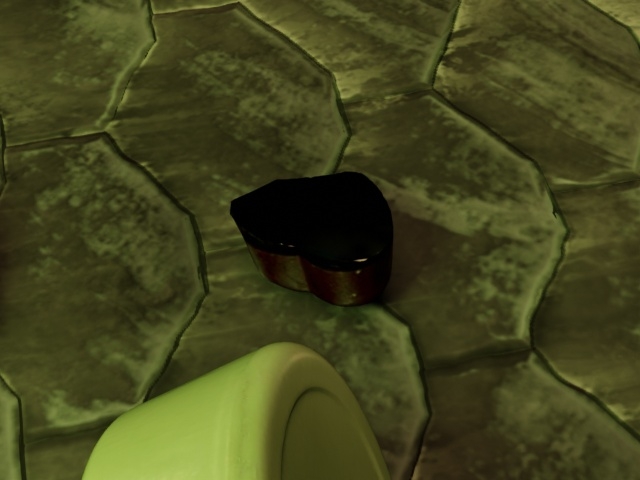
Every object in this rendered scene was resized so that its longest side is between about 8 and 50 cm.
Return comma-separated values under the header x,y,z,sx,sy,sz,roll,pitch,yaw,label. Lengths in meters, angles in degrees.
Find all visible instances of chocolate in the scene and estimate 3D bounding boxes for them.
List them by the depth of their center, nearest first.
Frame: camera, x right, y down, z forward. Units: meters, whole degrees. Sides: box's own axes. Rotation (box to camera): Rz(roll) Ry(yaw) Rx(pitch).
x,y,z,sx,sy,sz,roll,pitch,yaw,label
0.000,0.000,1.032,0.149,0.080,0.125,14,41,20,chocolate

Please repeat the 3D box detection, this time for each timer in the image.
x,y,z,sx,sy,sz,roll,pitch,yaw,label
-0.120,0.243,0.754,0.315,0.291,0.290,-17,49,16,timer
